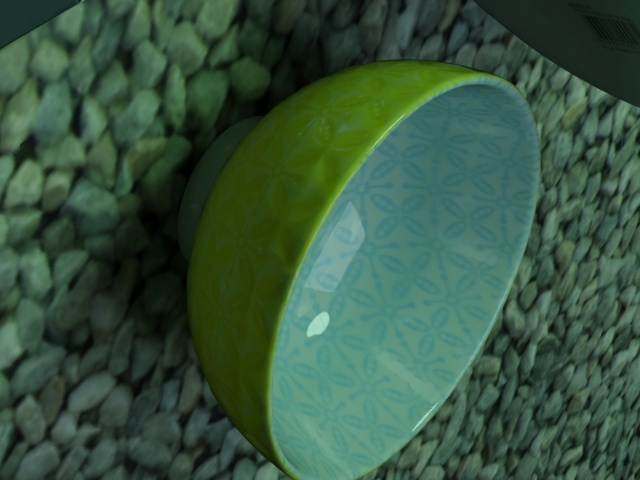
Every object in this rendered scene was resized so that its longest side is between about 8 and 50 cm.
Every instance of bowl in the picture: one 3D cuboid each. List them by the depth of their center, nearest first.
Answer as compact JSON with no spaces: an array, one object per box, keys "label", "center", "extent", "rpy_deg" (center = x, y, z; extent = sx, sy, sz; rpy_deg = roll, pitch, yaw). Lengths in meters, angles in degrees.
[{"label":"bowl","center":[0.000,0.000,1.220],"extent":[0.289,0.156,0.289],"rpy_deg":[-38,143,-37]}]

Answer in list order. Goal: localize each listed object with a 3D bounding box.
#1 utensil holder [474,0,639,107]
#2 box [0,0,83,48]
[{"label":"utensil holder","center":[0.271,-0.317,1.224],"extent":[0.385,0.327,0.327],"rpy_deg":[-53,149,-11]},{"label":"box","center":[-0.246,-0.111,0.712],"extent":[0.261,0.184,0.103],"rpy_deg":[-37,142,-36]}]
